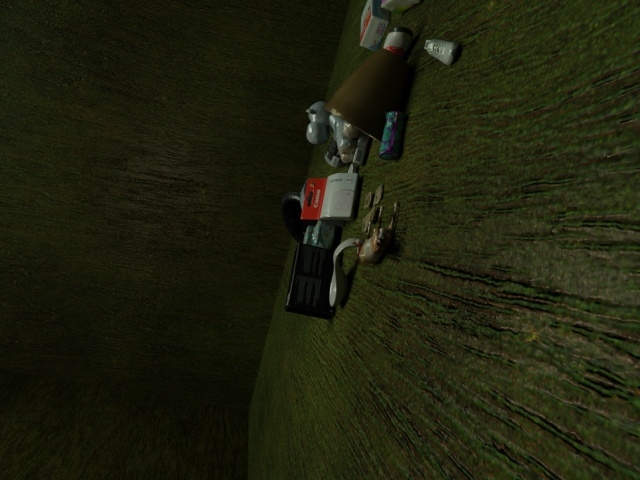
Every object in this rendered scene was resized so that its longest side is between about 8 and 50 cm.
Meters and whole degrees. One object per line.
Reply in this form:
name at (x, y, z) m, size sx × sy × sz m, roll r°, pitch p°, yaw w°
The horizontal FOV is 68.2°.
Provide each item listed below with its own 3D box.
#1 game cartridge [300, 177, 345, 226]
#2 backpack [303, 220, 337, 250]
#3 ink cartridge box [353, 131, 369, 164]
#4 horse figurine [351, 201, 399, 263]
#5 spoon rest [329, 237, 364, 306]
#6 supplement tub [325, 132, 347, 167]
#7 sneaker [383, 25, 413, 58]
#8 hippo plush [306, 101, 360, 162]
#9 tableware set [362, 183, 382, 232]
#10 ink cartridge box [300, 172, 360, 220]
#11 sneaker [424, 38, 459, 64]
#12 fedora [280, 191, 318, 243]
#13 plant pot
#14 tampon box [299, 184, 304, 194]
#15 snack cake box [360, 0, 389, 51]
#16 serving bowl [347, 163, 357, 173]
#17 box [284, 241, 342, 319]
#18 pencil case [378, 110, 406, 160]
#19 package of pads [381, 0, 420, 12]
game cartridge at (0.009, -0.172, 2.064) m, size 0.294 × 0.196 × 0.060 m, roll -91°, pitch 24°, yaw -57°
backpack at (0.000, 0.000, 2.053) m, size 0.166 × 0.145 × 0.188 m, roll -83°, pitch 13°, yaw -62°
ink cartridge box at (0.173, -0.377, 1.929) m, size 0.179 × 0.045 × 0.145 m, roll -27°, pitch -48°, yaw -79°
horse figurine at (0.158, -0.001, 1.376) m, size 0.263 × 0.066 × 0.174 m, roll 126°, pitch 162°, yaw -60°
spoon rest at (0.071, 0.109, 1.664) m, size 0.137 × 0.084 × 0.276 m, roll -94°, pitch 20°, yaw -60°
supplement tub at (0.099, -0.433, 2.140) m, size 0.190 × 0.117 × 0.117 m, roll 113°, pitch 166°, yaw -47°
sneaker at (0.248, -0.620, 1.643) m, size 0.270 × 0.090 × 0.144 m, roll 173°, pitch 109°, yaw -83°
hippo plush at (0.053, -0.478, 1.923) m, size 0.234 × 0.237 × 0.294 m, roll -58°, pitch -18°, yaw -69°
tableware set at (0.170, -0.107, 1.582) m, size 0.169 × 0.020 × 0.141 m, roll 137°, pitch 145°, yaw -73°
ink cartridge box at (0.034, -0.174, 1.875) m, size 0.066 × 0.233 × 0.189 m, roll 49°, pitch -132°, yaw -64°
sneaker at (0.305, -0.484, 1.206) m, size 0.152 × 0.061 × 0.053 m, roll -102°, pitch 29°, yaw -65°
fedora at (-0.037, -0.110, 2.250) m, size 0.152 × 0.334 × 0.334 m, roll -41°, pitch -11°, yaw -31°
plant pot at (0.178, -0.484, 1.553) m, size 0.254 × 0.237 × 0.237 m, roll -58°, pitch 14°, yaw 12°
tampon box at (-0.039, -0.203, 2.481) m, size 0.101 × 0.161 × 0.120 m, roll -94°, pitch 20°, yaw -61°
snack cake box at (0.249, -1.015, 2.165) m, size 0.152 × 0.089 × 0.264 m, roll 119°, pitch 162°, yaw -51°
serving bowl at (0.135, -0.278, 1.988) m, size 0.083 × 0.027 × 0.083 m, roll -167°, pitch 90°, yaw -81°
box at (-0.026, 0.160, 1.850) m, size 0.103 × 0.184 × 0.261 m, roll 119°, pitch 162°, yaw -65°
pencil case at (0.221, -0.323, 1.453) m, size 0.070 × 0.065 × 0.151 m, roll 75°, pitch -155°, yaw -75°
package of pads at (0.313, -0.956, 1.681) m, size 0.296 × 0.101 × 0.229 m, roll -108°, pitch 32°, yaw -71°
